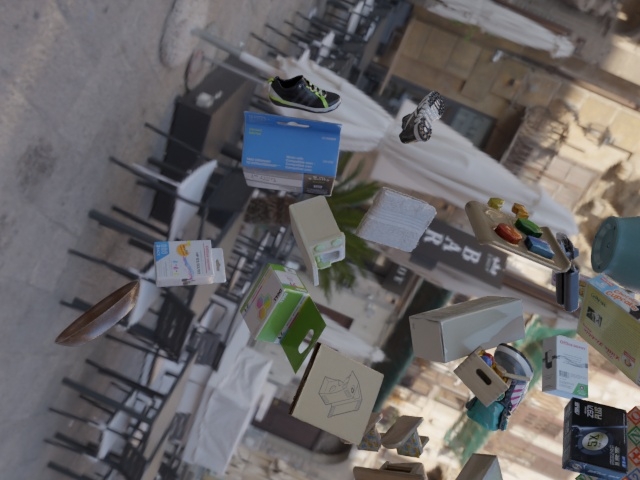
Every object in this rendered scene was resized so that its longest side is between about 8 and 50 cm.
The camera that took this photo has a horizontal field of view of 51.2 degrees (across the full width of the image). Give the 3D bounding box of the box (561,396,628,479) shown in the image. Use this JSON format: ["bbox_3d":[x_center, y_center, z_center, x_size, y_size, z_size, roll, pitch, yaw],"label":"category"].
[{"bbox_3d":[0.729,0.528,1.777,0.077,0.147,0.180,92,14,-53],"label":"box"}]

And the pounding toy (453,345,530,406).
[{"bbox_3d":[0.408,0.320,1.582,0.100,0.141,0.130,-47,165,14],"label":"pounding toy"}]

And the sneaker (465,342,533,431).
[{"bbox_3d":[0.463,0.406,1.770,0.178,0.124,0.295,-47,145,-23],"label":"sneaker"}]

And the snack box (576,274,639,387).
[{"bbox_3d":[0.778,0.249,1.655,0.322,0.060,0.187,-130,-152,-48],"label":"snack box"}]

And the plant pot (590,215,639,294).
[{"bbox_3d":[0.980,0.039,2.028,0.271,0.255,0.271,15,90,-89],"label":"plant pot"}]

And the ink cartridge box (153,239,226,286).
[{"bbox_3d":[-0.334,0.057,1.722,0.061,0.181,0.104,123,-40,-61],"label":"ink cartridge box"}]

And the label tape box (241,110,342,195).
[{"bbox_3d":[-0.077,-0.211,1.709,0.333,0.241,0.106,104,-7,-81],"label":"label tape box"}]

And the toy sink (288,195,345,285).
[{"bbox_3d":[0.000,0.000,2.128,0.153,0.131,0.234,85,-15,-59],"label":"toy sink"}]

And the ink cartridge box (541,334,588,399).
[{"bbox_3d":[0.913,0.474,2.492,0.087,0.153,0.208,138,-34,-61],"label":"ink cartridge box"}]

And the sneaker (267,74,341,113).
[{"bbox_3d":[-0.047,-0.455,2.049,0.084,0.235,0.097,-94,-169,-45],"label":"sneaker"}]

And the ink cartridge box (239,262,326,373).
[{"bbox_3d":[-0.107,0.215,1.866,0.189,0.097,0.255,-59,-142,20],"label":"ink cartridge box"}]

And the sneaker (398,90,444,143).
[{"bbox_3d":[0.289,-0.360,1.959,0.106,0.078,0.234,-13,-145,39],"label":"sneaker"}]

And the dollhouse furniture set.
[{"bbox_3d":[0.242,0.674,1.717,0.256,0.394,0.362,-29,107,-50],"label":"dollhouse furniture set"}]

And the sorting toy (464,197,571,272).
[{"bbox_3d":[0.473,-0.043,1.647,0.307,0.229,0.041,-88,-162,-61],"label":"sorting toy"}]

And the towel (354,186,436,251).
[{"bbox_3d":[0.255,-0.063,2.203,0.049,0.282,0.187,47,-65,44],"label":"towel"}]

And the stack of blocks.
[{"bbox_3d":[0.921,0.663,2.030,0.297,0.171,0.087,-50,144,17],"label":"stack of blocks"}]

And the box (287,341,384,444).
[{"bbox_3d":[0.038,0.331,1.444,0.021,0.201,0.164,0,-118,55],"label":"box"}]

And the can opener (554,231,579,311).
[{"bbox_3d":[0.704,0.101,1.962,0.076,0.095,0.283,51,-19,52],"label":"can opener"}]

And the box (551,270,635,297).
[{"bbox_3d":[0.937,0.167,2.314,0.324,0.063,0.067,-150,-123,-63],"label":"box"}]

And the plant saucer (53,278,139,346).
[{"bbox_3d":[-0.432,0.151,1.322,0.199,0.036,0.198,-32,-168,8],"label":"plant saucer"}]

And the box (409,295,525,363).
[{"bbox_3d":[0.421,0.248,1.912,0.148,0.311,0.121,1,-81,61],"label":"box"}]
